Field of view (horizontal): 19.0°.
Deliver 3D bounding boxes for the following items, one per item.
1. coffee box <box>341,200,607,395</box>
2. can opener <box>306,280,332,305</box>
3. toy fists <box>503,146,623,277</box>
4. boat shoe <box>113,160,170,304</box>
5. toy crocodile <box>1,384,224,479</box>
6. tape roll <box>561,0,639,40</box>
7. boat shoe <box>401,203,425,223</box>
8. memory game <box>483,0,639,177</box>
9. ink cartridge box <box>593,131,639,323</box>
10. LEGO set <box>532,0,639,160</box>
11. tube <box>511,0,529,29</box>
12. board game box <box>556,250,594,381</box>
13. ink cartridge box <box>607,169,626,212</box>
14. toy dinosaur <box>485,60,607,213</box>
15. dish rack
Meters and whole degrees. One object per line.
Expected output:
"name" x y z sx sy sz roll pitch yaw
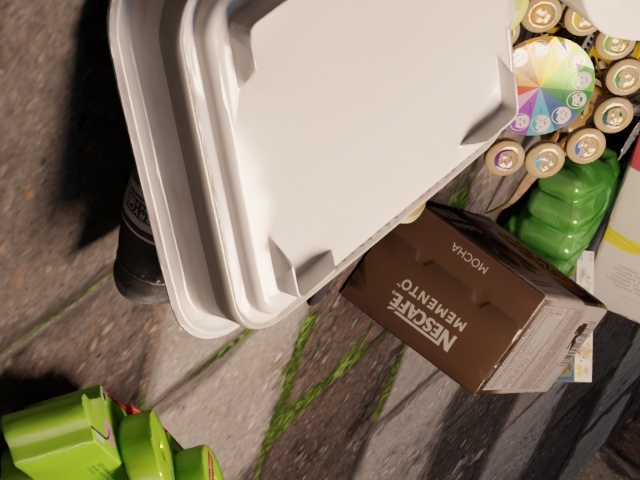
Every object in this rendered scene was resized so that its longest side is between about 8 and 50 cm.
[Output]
"coffee box" 0.160 0.059 1.896 0.119 0.168 0.297 -55 161 9
"can opener" 0.000 0.000 1.562 0.073 0.059 0.186 -42 160 -30
"toy fists" 0.242 0.017 2.139 0.142 0.096 0.279 -55 171 -52
"boat shoe" -0.025 -0.030 1.348 0.306 0.113 0.105 -30 148 -49
"toy crocodile" -0.155 0.167 1.440 0.115 0.105 0.340 -18 158 9
"tape roll" 0.276 -0.299 1.503 0.286 0.100 0.286 -32 147 -24
"boat shoe" 0.063 -0.045 1.646 0.045 0.050 0.135 -53 163 21
"memory game" 0.192 -0.132 1.653 0.186 0.012 0.186 -6 125 -8
"ink cartridge box" 0.449 -0.099 2.219 0.385 0.160 0.279 97 18 -57
"LEGO set" 0.358 -0.238 1.768 0.331 0.192 0.255 -59 161 22
"tube" 0.086 -0.199 1.406 0.240 0.062 0.070 6 77 -64
"board game box" 0.282 0.091 2.264 0.026 0.103 0.154 6 84 -29
"ink cartridge box" 0.406 -0.064 2.462 0.083 0.048 0.028 -55 162 12
"toy dinosaur" 0.240 -0.099 1.960 0.211 0.064 0.112 -55 163 9
"dish rack" 0.022 -0.112 1.208 0.333 0.072 0.286 -40 134 -36
